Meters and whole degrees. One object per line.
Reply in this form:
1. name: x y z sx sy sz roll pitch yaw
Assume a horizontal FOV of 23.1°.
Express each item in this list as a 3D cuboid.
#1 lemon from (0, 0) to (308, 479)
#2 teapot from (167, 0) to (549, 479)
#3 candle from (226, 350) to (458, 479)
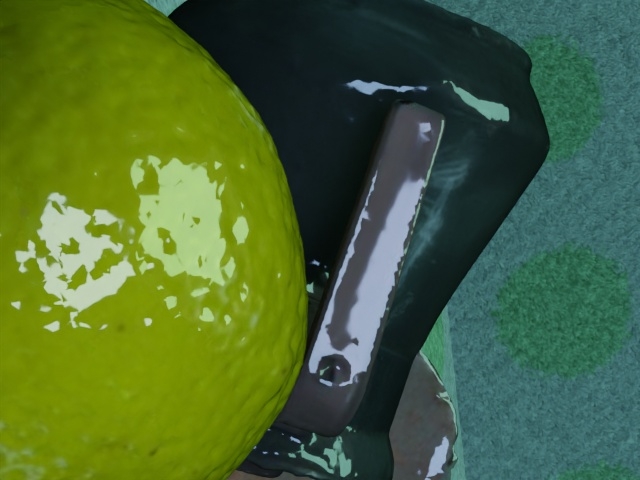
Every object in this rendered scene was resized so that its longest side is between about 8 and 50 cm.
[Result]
1. lemon: -0.160 0.013 0.890 0.336 0.336 0.336 -8 90 -77
2. teapot: 0.000 0.000 1.149 0.376 0.306 0.361 -171 -82 -78
3. candle: -0.046 0.139 1.397 0.317 0.287 0.131 56 -22 -15
